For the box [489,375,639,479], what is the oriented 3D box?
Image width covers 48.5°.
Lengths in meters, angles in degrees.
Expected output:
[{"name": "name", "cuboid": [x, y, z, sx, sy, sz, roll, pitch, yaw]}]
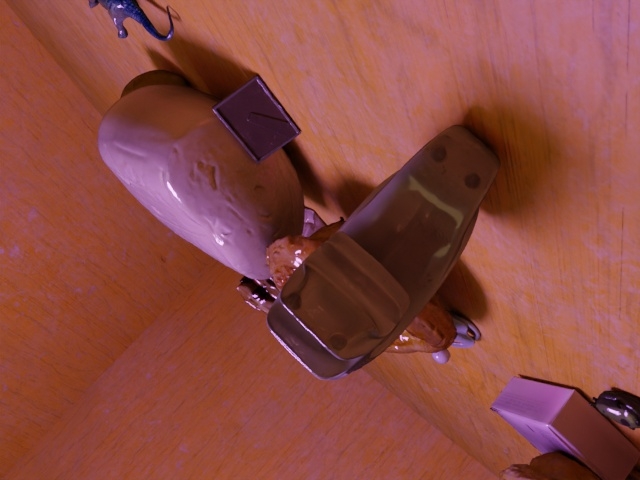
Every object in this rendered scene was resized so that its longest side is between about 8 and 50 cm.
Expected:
[{"name": "box", "cuboid": [0.510, 0.401, 1.511, 0.203, 0.106, 0.251, 43, 169, -6]}]

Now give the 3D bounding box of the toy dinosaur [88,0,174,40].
[{"name": "toy dinosaur", "cuboid": [-0.429, -0.508, 1.483, 0.363, 0.076, 0.147, 45, 162, 11]}]

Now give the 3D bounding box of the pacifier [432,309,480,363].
[{"name": "pacifier", "cuboid": [0.291, 0.225, 1.604, 0.126, 0.117, 0.150, 7, 147, 26]}]

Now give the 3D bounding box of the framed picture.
[{"name": "framed picture", "cuboid": [-0.123, -0.232, 1.379, 0.149, 0.109, 0.011, 51, -167, -32]}]

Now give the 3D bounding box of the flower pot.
[{"name": "flower pot", "cuboid": [0.092, 0.024, 0.978, 0.164, 0.367, 0.254, 41, 175, 10]}]

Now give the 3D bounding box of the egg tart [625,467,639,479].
[{"name": "egg tart", "cuboid": [0.656, 0.555, 1.593, 0.241, 0.106, 0.241, 37, 164, 12]}]

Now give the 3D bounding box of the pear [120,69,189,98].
[{"name": "pear", "cuboid": [-0.401, -0.325, 1.761, 0.200, 0.200, 0.200, 41, 168, 11]}]

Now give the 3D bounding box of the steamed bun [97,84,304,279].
[{"name": "steamed bun", "cuboid": [-0.231, -0.149, 1.587, 0.371, 0.290, 0.456, 28, 162, 39]}]

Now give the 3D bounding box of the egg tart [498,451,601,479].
[{"name": "egg tart", "cuboid": [0.508, 0.524, 1.428, 0.318, 0.128, 0.319, 33, 166, 10]}]

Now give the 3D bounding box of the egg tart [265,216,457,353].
[{"name": "egg tart", "cuboid": [0.092, 0.086, 1.493, 0.442, 0.178, 0.443, 25, 161, 9]}]

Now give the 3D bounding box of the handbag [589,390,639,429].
[{"name": "handbag", "cuboid": [0.525, 0.294, 1.239, 0.072, 0.047, 0.111, 51, 164, -28]}]

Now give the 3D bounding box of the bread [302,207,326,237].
[{"name": "bread", "cuboid": [0.011, -0.018, 1.874, 0.152, 0.105, 0.077, 13, -177, -28]}]

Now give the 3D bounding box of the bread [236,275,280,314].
[{"name": "bread", "cuboid": [-0.006, 0.131, 1.937, 0.369, 0.192, 0.314, 25, -167, 10]}]
